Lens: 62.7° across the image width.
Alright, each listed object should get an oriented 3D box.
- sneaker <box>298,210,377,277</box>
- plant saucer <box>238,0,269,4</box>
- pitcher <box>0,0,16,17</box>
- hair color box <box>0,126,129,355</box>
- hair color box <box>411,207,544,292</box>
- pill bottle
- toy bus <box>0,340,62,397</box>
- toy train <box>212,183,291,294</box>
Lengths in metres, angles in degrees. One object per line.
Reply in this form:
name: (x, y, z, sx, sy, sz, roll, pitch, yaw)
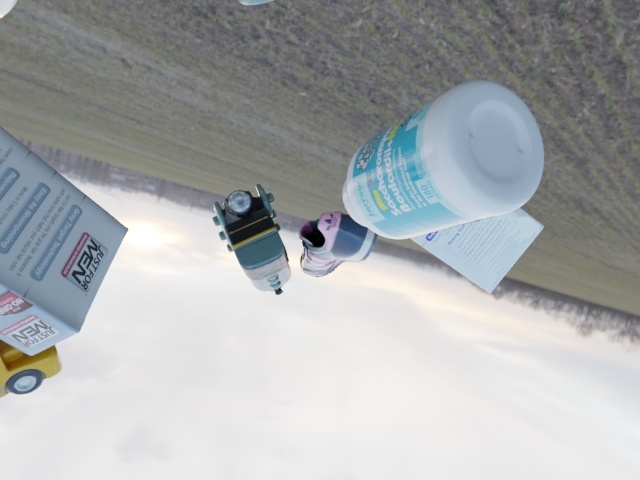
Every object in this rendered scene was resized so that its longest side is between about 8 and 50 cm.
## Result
sneaker: (0.000, 0.000, 1.156, 0.131, 0.112, 0.319, 23, 157, -18)
plant saucer: (-0.048, -0.606, 1.105, 0.317, 0.318, 0.044, 14, 149, 41)
pitcher: (-0.531, -0.454, 0.867, 0.207, 0.126, 0.178, -21, -166, 36)
hair color box: (-0.428, -0.047, 0.610, 0.113, 0.185, 0.374, -25, 127, 27)
hair color box: (0.277, -0.061, 1.130, 0.338, 0.185, 0.110, 34, -169, -9)
pill bottle: (0.127, -0.081, 0.652, 0.146, 0.146, 0.264, 14, 166, -23)
toy bus: (-0.553, 0.183, 0.727, 0.332, 0.130, 0.108, -20, -137, -28)
toy train: (-0.141, 0.013, 1.179, 0.142, 0.190, 0.334, -23, 161, -7)
